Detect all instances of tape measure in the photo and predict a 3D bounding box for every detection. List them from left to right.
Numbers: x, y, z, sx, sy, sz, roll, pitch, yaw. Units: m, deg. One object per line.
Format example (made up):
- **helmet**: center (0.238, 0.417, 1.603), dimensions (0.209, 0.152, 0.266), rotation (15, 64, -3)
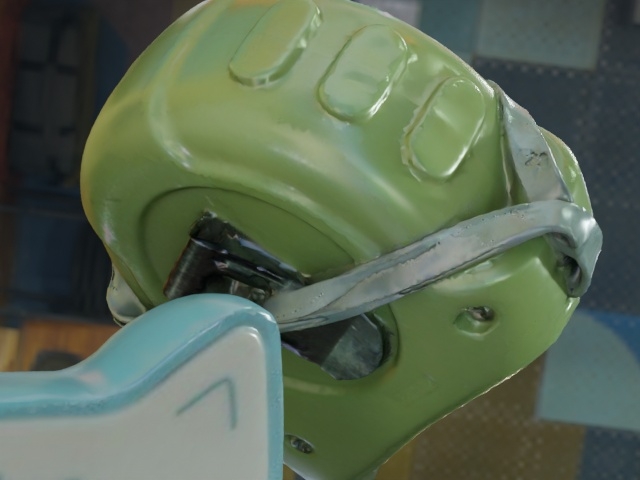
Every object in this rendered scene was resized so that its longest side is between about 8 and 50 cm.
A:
- **tape measure**: center (0.000, 0.000, 0.571), dimensions (0.106, 0.175, 0.200), rotation (-57, -171, -30)

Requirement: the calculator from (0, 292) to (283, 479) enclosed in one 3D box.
- **calculator**: center (-0.139, 0.192, 0.476), dimensions (0.054, 0.256, 0.386), rotation (32, -63, 48)
